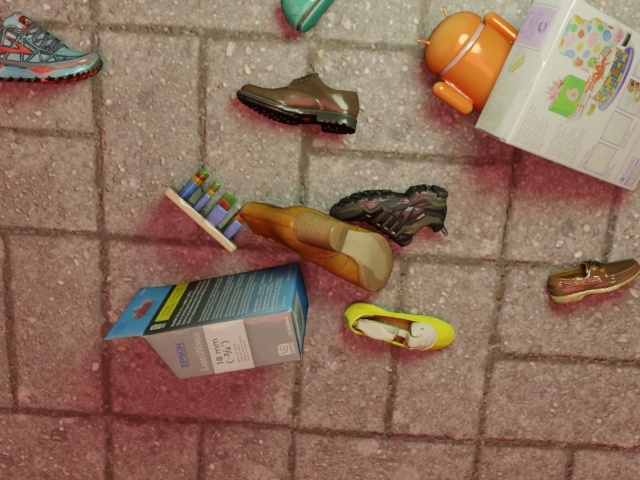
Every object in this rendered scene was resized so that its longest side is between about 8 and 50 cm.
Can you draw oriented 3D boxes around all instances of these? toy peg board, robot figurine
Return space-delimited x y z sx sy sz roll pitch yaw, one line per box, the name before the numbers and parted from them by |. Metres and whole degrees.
toy peg board | -0.201 -0.065 1.308 0.161 0.160 0.079 42 87 -10
robot figurine | 0.275 -0.311 1.233 0.219 0.128 0.158 37 119 -10

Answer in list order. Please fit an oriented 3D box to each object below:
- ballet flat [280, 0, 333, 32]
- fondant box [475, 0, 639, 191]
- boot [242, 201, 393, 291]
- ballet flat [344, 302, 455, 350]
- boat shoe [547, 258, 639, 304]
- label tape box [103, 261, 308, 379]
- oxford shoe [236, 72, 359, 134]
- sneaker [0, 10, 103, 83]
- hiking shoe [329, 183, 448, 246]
ballet flat | 0.025 -0.473 1.220 0.247 0.083 0.087 -41 87 10
fondant box | 0.455 -0.241 1.195 0.330 0.096 0.238 13 108 -31
boot | -0.001 0.001 1.336 0.211 0.295 0.104 17 79 34
ballet flat | 0.158 0.182 1.402 0.231 0.077 0.077 14 105 -3
boat shoe | 0.529 0.069 1.366 0.178 0.064 0.060 -19 106 10
label tape box | -0.198 0.152 1.321 0.333 0.240 0.106 -10 107 5
oxford shoe | -0.039 -0.261 1.291 0.227 0.083 0.096 11 84 0
sneaker | -0.523 -0.345 1.259 0.261 0.104 0.125 2 104 1
hiking shoe | 0.132 -0.038 1.336 0.226 0.086 0.114 -6 105 5
